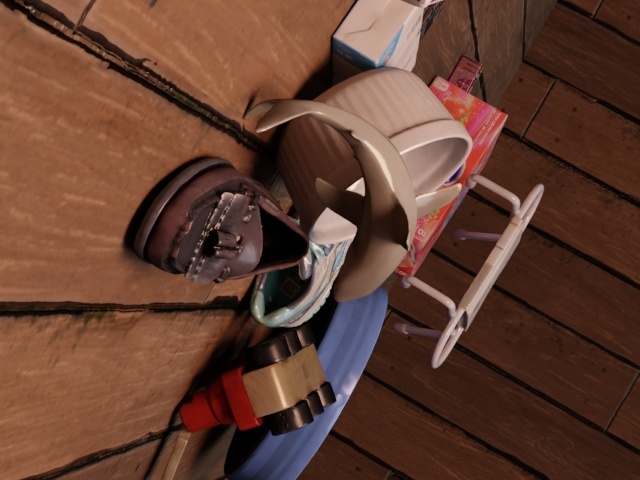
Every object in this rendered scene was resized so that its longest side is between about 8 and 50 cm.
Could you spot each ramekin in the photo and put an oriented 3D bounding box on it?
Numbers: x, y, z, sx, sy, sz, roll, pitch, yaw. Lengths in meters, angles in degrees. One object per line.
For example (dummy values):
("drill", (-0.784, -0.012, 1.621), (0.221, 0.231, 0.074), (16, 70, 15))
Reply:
("ramekin", (0.050, -0.096, 1.322), (0.207, 0.109, 0.207), (-28, 164, -9))

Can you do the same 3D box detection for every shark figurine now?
("shark figurine", (0.049, -0.044, 1.157), (0.116, 0.166, 0.278), (-106, 171, -50))

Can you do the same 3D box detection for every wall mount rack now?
("wall mount rack", (0.225, 0.046, 1.990), (0.350, 0.130, 0.304), (-56, 166, -15))

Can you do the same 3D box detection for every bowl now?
("bowl", (-0.030, 0.225, 1.910), (0.391, 0.077, 0.391), (-58, -173, 11))

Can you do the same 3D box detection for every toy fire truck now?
("toy fire truck", (-0.118, 0.230, 1.632), (0.246, 0.158, 0.217), (-19, 179, 13))

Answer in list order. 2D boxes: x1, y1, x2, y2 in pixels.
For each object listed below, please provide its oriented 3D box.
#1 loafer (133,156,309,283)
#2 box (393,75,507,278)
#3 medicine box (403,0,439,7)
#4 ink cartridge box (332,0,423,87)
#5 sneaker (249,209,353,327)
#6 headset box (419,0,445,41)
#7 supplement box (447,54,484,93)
("loafer", (-0.078, -0.011, 1.140), (0.109, 0.095, 0.302), (-60, 171, 8))
("box", (0.172, -0.103, 2.043), (0.300, 0.142, 0.154), (-55, 170, -27))
("medicine box", (0.110, -0.346, 0.938), (0.289, 0.149, 0.263), (-63, 170, 22))
("ink cartridge box", (0.063, -0.213, 1.374), (0.104, 0.060, 0.180), (-57, 170, -15))
("sneaker", (0.000, 0.000, 1.566), (0.283, 0.110, 0.122), (-63, 167, 16))
("headset box", (0.134, -0.300, 1.572), (0.083, 0.032, 0.062), (-57, 171, -22))
("supplement box", (0.261, -0.293, 2.243), (0.083, 0.043, 0.055), (-61, 169, 7))
